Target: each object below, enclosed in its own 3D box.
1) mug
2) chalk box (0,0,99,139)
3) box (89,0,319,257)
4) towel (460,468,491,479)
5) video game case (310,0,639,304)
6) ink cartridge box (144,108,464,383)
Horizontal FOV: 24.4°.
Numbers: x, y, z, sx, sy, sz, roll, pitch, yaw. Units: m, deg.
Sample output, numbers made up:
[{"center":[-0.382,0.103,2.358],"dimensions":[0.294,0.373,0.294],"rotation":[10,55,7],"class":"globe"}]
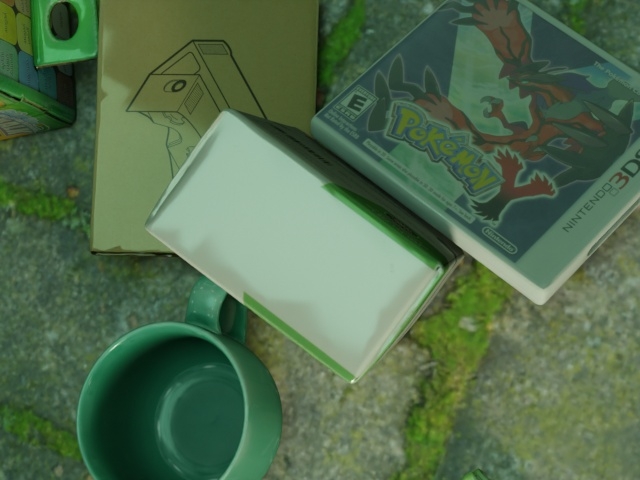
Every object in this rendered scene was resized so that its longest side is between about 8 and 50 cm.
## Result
[{"center":[-0.082,0.117,1.036],"dimensions":[0.157,0.097,0.129],"rotation":[-41,69,7],"class":"mug"},{"center":[-0.273,-0.154,1.134],"dimensions":[0.213,0.132,0.132],"rotation":[-10,77,18],"class":"chalk box"},{"center":[-0.085,-0.086,1.090],"dimensions":[0.164,0.021,0.201],"rotation":[1,81,1],"class":"box"},{"center":[0.116,0.243,0.983],"dimensions":[0.113,0.023,0.152],"rotation":[-46,69,6],"class":"towel"},{"center":[0.127,-0.076,0.994],"dimensions":[0.201,0.023,0.183],"rotation":[38,65,22],"class":"video game case"},{"center":[0.000,0.000,0.949],"dimensions":[0.160,0.219,0.093],"rotation":[37,96,7],"class":"ink cartridge box"}]
